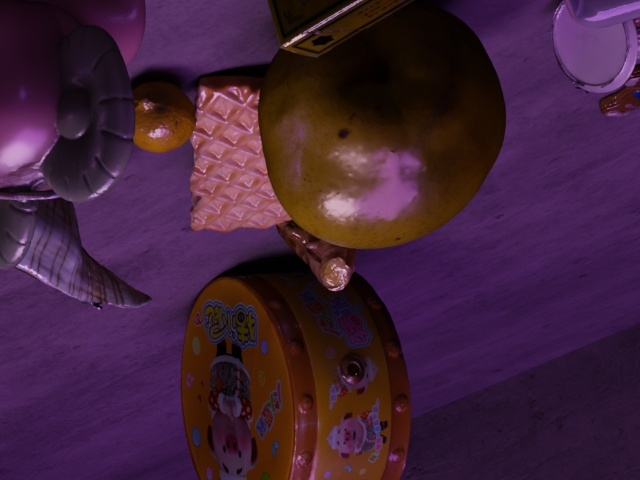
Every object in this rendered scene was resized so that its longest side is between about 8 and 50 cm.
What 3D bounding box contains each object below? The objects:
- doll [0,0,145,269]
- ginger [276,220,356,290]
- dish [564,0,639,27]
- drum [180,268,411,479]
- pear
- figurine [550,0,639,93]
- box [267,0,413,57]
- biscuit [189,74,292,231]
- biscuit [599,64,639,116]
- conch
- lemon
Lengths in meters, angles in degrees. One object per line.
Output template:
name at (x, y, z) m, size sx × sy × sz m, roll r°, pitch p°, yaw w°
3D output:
doll at (-0.254, -0.129, 1.556) m, size 0.216 × 0.268 × 0.284 m, roll 3°, pitch 156°, yaw -40°
ginger at (-0.011, -0.010, 2.362) m, size 0.081 × 0.115 × 0.205 m, roll -34°, pitch -155°, yaw -2°
dish at (0.316, -0.310, 1.736) m, size 0.154 × 0.064 × 0.234 m, roll -17°, pitch 148°, yaw 11°
drum at (-0.046, 0.249, 2.679) m, size 0.214 × 0.431 × 0.431 m, roll -4°, pitch 160°, yaw -29°
pear at (0.064, -0.126, 1.830) m, size 0.294 × 0.294 × 0.294 m, roll -13°, pitch 163°, yaw -4°
figurine at (0.366, -0.249, 1.979) m, size 0.154 × 0.132 × 0.132 m, roll -19°, pitch 169°, yaw -38°
box at (0.042, -0.280, 1.540) m, size 0.220 × 0.141 × 0.064 m, roll -27°, pitch 160°, yaw 35°
biscuit at (-0.064, -0.096, 2.043) m, size 0.205 × 0.040 × 0.309 m, roll 0°, pitch 148°, yaw -7°
biscuit at (0.470, -0.220, 2.273) m, size 0.138 × 0.031 × 0.205 m, roll -7°, pitch 160°, yaw -24°
conch at (-0.355, -0.029, 1.910) m, size 0.386 × 0.169 × 0.203 m, roll 15°, pitch -167°, yaw -18°
lemon at (-0.184, -0.141, 1.895) m, size 0.082 × 0.082 × 0.110 m, roll -16°, pitch 170°, yaw 5°
